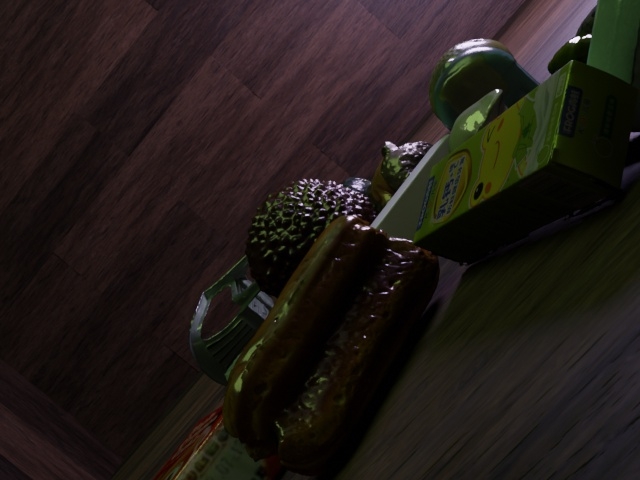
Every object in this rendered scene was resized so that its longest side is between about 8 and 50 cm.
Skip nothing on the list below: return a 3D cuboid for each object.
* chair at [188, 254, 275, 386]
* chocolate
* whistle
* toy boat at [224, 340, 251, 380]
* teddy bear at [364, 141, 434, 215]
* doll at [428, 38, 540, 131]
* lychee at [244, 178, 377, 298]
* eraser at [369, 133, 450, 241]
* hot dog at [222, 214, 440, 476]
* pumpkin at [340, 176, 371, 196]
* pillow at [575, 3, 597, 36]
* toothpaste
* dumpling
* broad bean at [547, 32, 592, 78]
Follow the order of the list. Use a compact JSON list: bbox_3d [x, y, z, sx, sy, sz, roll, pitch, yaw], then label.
[{"bbox_3d":[-0.136,0.156,1.870,0.275,0.203,0.190,-43,17,17],"label":"chair"},{"bbox_3d":[-0.151,0.323,1.147,0.234,0.108,0.237,-50,3,-30],"label":"chocolate"},{"bbox_3d":[0.358,-0.246,0.844,0.163,0.164,0.289,-65,-19,-75],"label":"whistle"},{"bbox_3d":[-0.086,0.211,1.506,0.199,0.100,0.290,-48,3,24],"label":"toy boat"},{"bbox_3d":[0.150,-0.101,1.649,0.177,0.140,0.190,-57,0,-42],"label":"teddy bear"},{"bbox_3d":[0.278,-0.271,1.569,0.177,0.162,0.260,-50,6,17],"label":"doll"},{"bbox_3d":[0.000,0.000,1.565,0.271,0.271,0.271,-49,4,5],"label":"lychee"},{"bbox_3d":[0.146,-0.038,1.444,0.298,0.078,0.076,-52,5,-21],"label":"eraser"},{"bbox_3d":[0.014,0.115,1.008,0.348,0.158,0.117,-57,-10,-37],"label":"hot dog"},{"bbox_3d":[0.052,-0.046,1.970,0.211,0.152,0.211,-154,90,-90],"label":"pumpkin"},{"bbox_3d":[0.448,-0.354,1.265,0.093,0.051,0.241,-56,5,-13],"label":"pillow"},{"bbox_3d":[0.198,-0.065,0.910,0.327,0.077,0.110,142,146,-69],"label":"toothpaste"},{"bbox_3d":[0.227,-0.123,1.247,0.169,0.100,0.134,-47,19,55],"label":"dumpling"},{"bbox_3d":[0.384,-0.278,1.285,0.070,0.048,0.213,-51,5,-18],"label":"broad bean"}]
